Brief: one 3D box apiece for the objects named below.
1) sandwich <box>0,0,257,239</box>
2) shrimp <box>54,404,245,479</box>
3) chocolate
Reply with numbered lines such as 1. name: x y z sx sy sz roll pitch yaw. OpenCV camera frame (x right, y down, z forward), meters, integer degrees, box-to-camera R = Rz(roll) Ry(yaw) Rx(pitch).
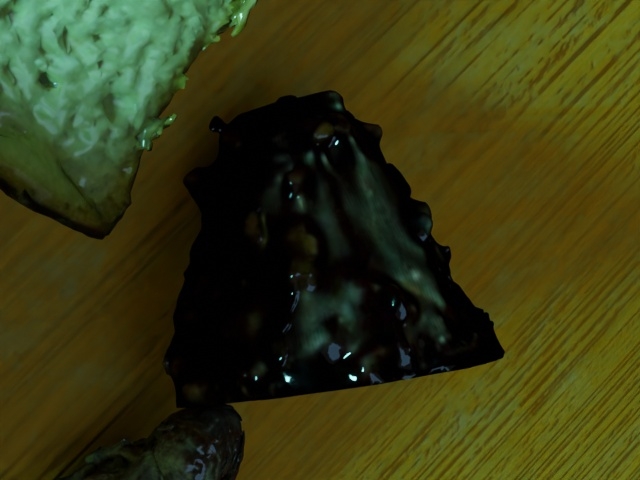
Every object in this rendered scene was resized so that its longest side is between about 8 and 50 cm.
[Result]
1. sandwich: -0.097 -0.150 0.493 0.226 0.087 0.251 30 90 -48
2. shrimp: -0.108 0.145 0.668 0.190 0.075 0.073 -37 167 -5
3. chocolate: 0.000 0.000 0.650 0.156 0.156 0.133 -6 89 -39
